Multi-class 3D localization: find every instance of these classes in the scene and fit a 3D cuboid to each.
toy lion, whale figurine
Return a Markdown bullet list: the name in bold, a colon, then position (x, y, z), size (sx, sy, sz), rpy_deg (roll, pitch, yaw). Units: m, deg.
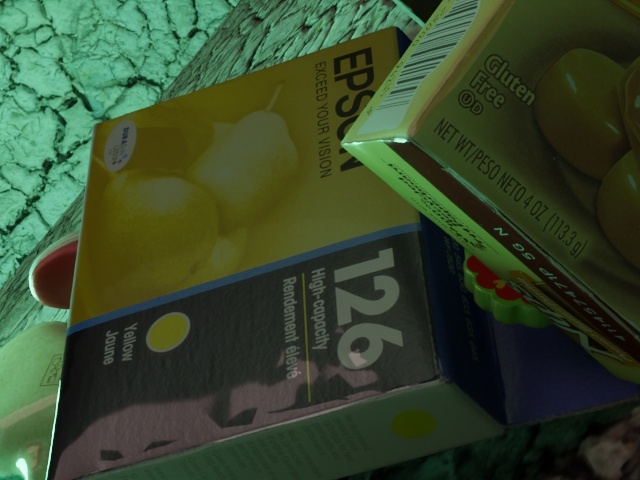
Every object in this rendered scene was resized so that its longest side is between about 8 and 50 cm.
- **toy lion**: position (0.127, 0.013, 0.635), size (0.100, 0.034, 0.096), rpy_deg (28, 52, 34)
- **whale figurine**: position (-0.230, 0.172, 1.269), size (0.272, 0.141, 0.216), rpy_deg (-11, 42, 29)

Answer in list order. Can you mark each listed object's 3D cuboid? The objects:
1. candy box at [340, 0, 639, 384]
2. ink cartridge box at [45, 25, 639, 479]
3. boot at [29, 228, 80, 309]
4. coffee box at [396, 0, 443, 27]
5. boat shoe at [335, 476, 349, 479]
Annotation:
- **candy box**: position (0.177, -0.111, 0.555), size (0.316, 0.183, 0.087), rpy_deg (-54, 17, -9)
- **ink cartridge box**: position (0.000, 0.000, 0.734), size (0.307, 0.072, 0.304), rpy_deg (-19, 42, 14)
- **boot**: position (-0.179, 0.050, 1.236), size (0.244, 0.088, 0.176), rpy_deg (-9, 27, 3)
- **coffee box**: position (0.134, -0.269, 1.136), size (0.168, 0.119, 0.297), rpy_deg (-49, 10, 11)
- **boat shoe**: position (-0.048, 0.238, 0.673), size (0.302, 0.091, 0.114), rpy_deg (-57, -7, -30)
